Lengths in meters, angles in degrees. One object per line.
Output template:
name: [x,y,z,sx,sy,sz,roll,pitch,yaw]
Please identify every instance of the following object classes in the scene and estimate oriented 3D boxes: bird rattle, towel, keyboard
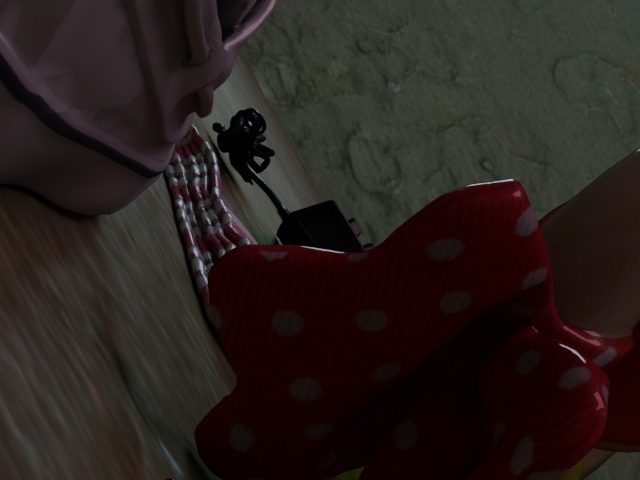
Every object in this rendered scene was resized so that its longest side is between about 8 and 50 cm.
bird rattle: [0.063,0.035,0.510,0.143,0.207,0.253,41,-17,29]
towel: [-0.013,0.038,0.709,0.144,0.029,0.197,60,2,-26]
keyboard: [0.000,0.000,1.017,0.201,0.033,0.317,54,-4,-1]

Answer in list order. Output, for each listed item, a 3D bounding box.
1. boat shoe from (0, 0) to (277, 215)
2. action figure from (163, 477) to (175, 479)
boat shoe: [-0.050,-0.061,0.433,0.095,0.084,0.258,60,3,-6]
action figure: [-0.003,0.094,0.281,0.115,0.030,0.038,62,-3,-5]
